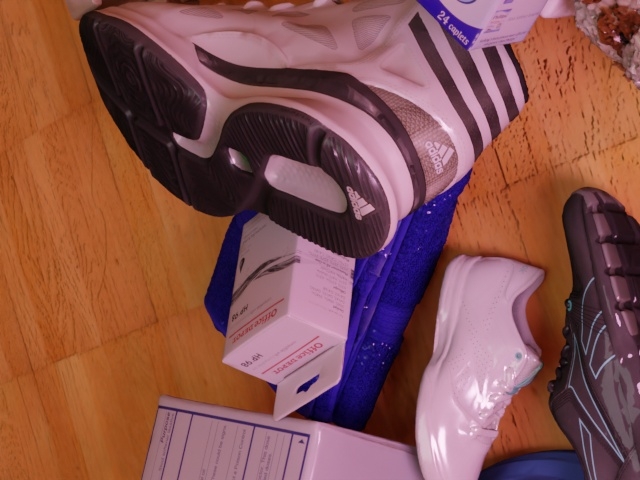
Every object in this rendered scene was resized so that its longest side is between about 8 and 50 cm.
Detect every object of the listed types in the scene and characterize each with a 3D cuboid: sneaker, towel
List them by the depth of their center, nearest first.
[{"bbox_3d":[0.217,0.092,1.251,0.106,0.101,0.267,-21,74,35],"label":"sneaker"},{"bbox_3d":[0.139,0.116,1.345,0.094,0.080,0.212,3,79,29],"label":"sneaker"},{"bbox_3d":[-0.001,-0.141,1.367,0.447,0.257,0.169,27,142,47],"label":"sneaker"},{"bbox_3d":[0.000,0.000,1.485,0.228,0.076,0.308,40,124,30],"label":"towel"}]

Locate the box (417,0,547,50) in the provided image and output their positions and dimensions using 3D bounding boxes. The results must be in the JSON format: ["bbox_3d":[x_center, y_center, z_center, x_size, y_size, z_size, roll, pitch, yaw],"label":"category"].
[{"bbox_3d":[0.116,-0.228,1.158,0.126,0.072,0.137,48,129,24],"label":"box"}]

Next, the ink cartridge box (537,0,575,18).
[{"bbox_3d":[0.137,-0.358,1.241,0.353,0.119,0.207,49,130,25],"label":"ink cartridge box"}]

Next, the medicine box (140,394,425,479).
[{"bbox_3d":[-0.050,0.290,1.449,0.289,0.149,0.263,0,74,57],"label":"medicine box"}]

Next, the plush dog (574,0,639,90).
[{"bbox_3d":[0.277,-0.151,1.102,0.225,0.262,0.210,22,81,26],"label":"plush dog"}]

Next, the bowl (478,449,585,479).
[{"bbox_3d":[0.214,0.372,1.355,0.391,0.077,0.391,12,107,42],"label":"bowl"}]

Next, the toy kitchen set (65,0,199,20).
[{"bbox_3d":[-0.220,-0.257,1.564,0.207,0.166,0.122,-22,85,51],"label":"toy kitchen set"}]

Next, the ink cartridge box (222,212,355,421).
[{"bbox_3d":[-0.025,0.048,1.363,0.104,0.060,0.180,-37,36,45],"label":"ink cartridge box"}]
